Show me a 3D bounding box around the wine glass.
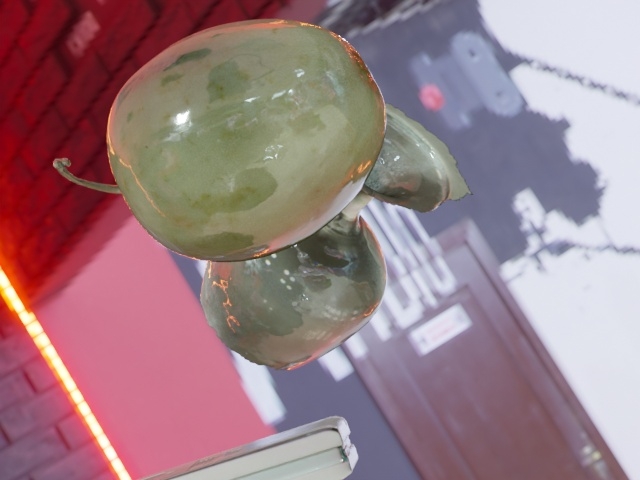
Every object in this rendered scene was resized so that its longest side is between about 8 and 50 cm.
[{"bbox_3d":[0.000,0.000,1.867,0.238,0.238,0.323,-22,-23,-54],"label":"wine glass"}]

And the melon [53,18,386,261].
[{"bbox_3d":[-0.082,-0.105,1.584,0.308,0.272,0.272,-18,5,44],"label":"melon"}]

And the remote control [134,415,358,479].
[{"bbox_3d":[-0.105,0.227,1.346,0.277,0.055,0.103,-19,-3,4],"label":"remote control"}]
